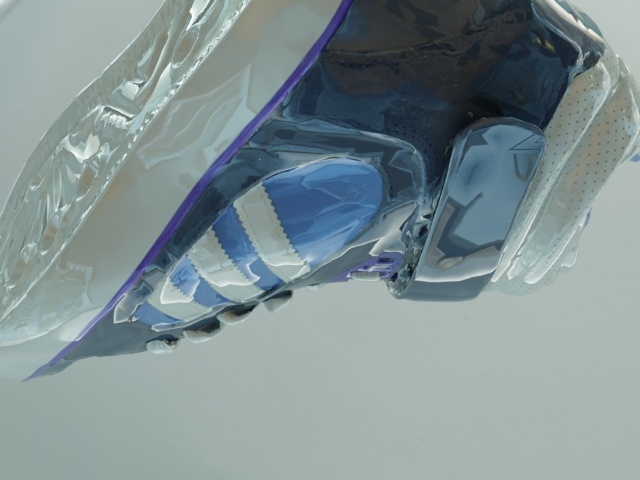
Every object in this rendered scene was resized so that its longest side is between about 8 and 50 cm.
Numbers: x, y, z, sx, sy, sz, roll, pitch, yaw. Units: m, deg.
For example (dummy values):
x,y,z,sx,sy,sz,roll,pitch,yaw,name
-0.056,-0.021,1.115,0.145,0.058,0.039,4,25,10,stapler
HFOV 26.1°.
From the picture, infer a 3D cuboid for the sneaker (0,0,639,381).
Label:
x,y,z,sx,sy,sz,roll,pitch,yaw,name
0.000,-0.001,0.642,0.323,0.236,0.130,-45,-148,35,sneaker
